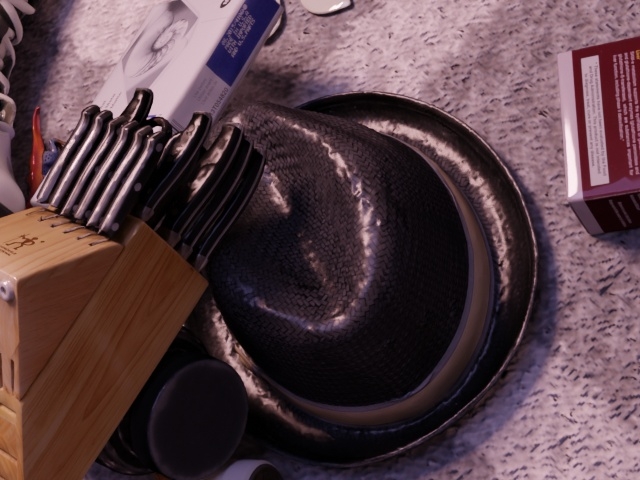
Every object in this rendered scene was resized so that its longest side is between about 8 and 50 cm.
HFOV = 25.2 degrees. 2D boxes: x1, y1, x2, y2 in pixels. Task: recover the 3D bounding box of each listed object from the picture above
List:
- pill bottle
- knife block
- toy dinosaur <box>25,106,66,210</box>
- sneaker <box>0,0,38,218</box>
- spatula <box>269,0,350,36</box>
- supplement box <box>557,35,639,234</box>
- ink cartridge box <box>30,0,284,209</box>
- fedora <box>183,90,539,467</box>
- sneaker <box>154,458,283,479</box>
[{"bbox_3d":[-0.160,0.111,1.115,0.219,0.123,0.123,15,73,46],"label":"pill bottle"},{"bbox_3d":[-0.144,0.038,1.021,0.088,0.242,0.276,24,121,38],"label":"knife block"},{"bbox_3d":[-0.263,-0.061,1.310,0.047,0.090,0.082,-21,23,26],"label":"toy dinosaur"},{"bbox_3d":[-0.337,-0.179,1.314,0.257,0.169,0.447,-48,44,-2],"label":"sneaker"},{"bbox_3d":[-0.075,-0.280,1.353,0.168,0.019,0.242,-24,59,15],"label":"spatula"},{"bbox_3d":[0.301,-0.092,1.048,0.239,0.073,0.130,-9,65,22],"label":"supplement box"},{"bbox_3d":[-0.156,-0.112,1.222,0.224,0.045,0.223,-4,52,52],"label":"ink cartridge box"},{"bbox_3d":[0.000,0.000,1.102,0.334,0.152,0.334,-10,62,21],"label":"fedora"},{"bbox_3d":[-0.114,0.299,1.051,0.123,0.106,0.290,-2,55,28],"label":"sneaker"}]
